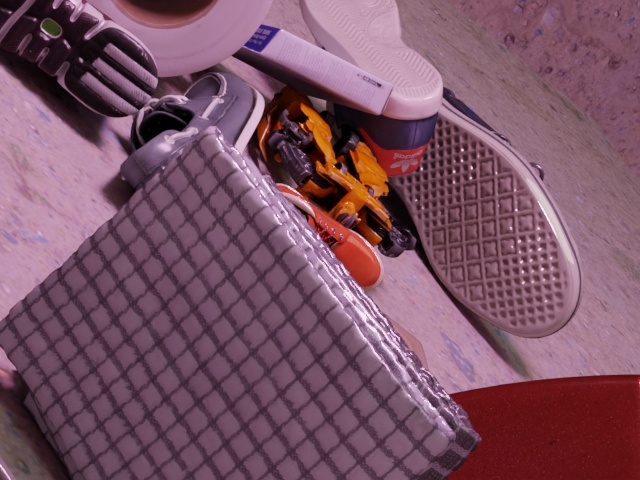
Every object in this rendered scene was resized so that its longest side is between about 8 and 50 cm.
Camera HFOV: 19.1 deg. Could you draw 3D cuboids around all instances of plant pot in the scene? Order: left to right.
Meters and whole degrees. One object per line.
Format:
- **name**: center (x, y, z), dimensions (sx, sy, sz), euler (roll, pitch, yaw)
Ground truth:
- **plant pot**: center (0.205, 0.251, 1.408), dimensions (0.267, 0.235, 0.267), euler (35, 42, -31)

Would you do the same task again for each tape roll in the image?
- **tape roll**: center (-0.174, -0.320, 2.049), dimensions (0.246, 0.246, 0.169), euler (37, 17, -26)

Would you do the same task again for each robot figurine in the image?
- **robot figurine**: center (0.009, -0.069, 2.164), dimensions (0.211, 0.085, 0.291), euler (38, 16, -19)

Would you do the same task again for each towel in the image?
- **towel**: center (-0.061, 0.103, 1.282), dimensions (0.284, 0.235, 0.121), euler (52, 14, 22)

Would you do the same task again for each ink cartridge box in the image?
- **ink cartridge box**: center (-0.056, -0.222, 2.241), dimensions (0.224, 0.045, 0.223), euler (23, 0, -28)

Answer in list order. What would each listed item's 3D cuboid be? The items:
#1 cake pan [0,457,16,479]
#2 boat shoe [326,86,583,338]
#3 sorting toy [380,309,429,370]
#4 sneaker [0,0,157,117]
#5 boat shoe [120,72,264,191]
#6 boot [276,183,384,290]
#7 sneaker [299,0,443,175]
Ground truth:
- **cake pan**: center (-0.264, 0.142, 1.000), dimensions (0.293, 0.054, 0.293), euler (41, 16, -14)
- **boat shoe**: center (0.190, -0.063, 2.432), dimensions (0.156, 0.187, 0.500), euler (18, 25, -47)
- **sorting toy**: center (0.038, 0.098, 1.913), dimensions (0.193, 0.038, 0.208), euler (39, 12, -21)
- **sneaker**: center (-0.281, -0.224, 1.852), dimensions (0.281, 0.106, 0.162), euler (43, 1, -9)
- **boat shoe**: center (-0.132, -0.109, 1.861), dimensions (0.099, 0.116, 0.319), euler (44, 20, -17)
- **boot**: center (0.000, 0.000, 1.987), dimensions (0.158, 0.059, 0.084), euler (36, 0, -2)
- **sneaker**: center (0.052, -0.208, 2.415), dimensions (0.131, 0.148, 0.350), euler (-4, 36, -15)
